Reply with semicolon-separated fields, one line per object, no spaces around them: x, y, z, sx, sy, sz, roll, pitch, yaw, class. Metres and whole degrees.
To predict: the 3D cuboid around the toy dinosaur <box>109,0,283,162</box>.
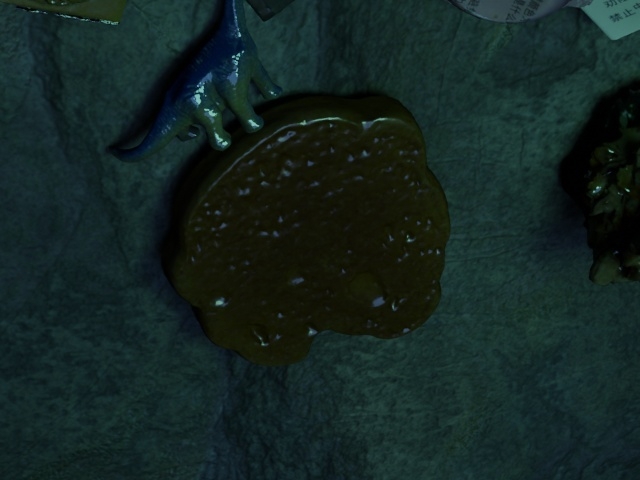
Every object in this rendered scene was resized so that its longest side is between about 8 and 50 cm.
-0.137;-0.185;1.548;0.248;0.075;0.188;-24;123;6;toy dinosaur

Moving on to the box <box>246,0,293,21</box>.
-0.009;-0.418;1.293;0.345;0.204;0.251;-36;132;10;box

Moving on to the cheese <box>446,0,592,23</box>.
0.148;-0.288;1.501;0.286;0.074;0.189;14;154;-4;cheese

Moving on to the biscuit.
0.000;0.000;1.732;0.359;0.074;0.381;-37;134;13;biscuit

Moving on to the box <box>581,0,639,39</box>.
0.303;-0.327;1.542;0.168;0.071;0.259;-20;138;35;box

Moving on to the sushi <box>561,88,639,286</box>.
0.422;-0.051;1.755;0.225;0.218;0.238;-9;130;-10;sushi

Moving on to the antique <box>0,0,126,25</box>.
-0.241;-0.291;1.348;0.147;0.148;0.152;5;123;-27;antique
